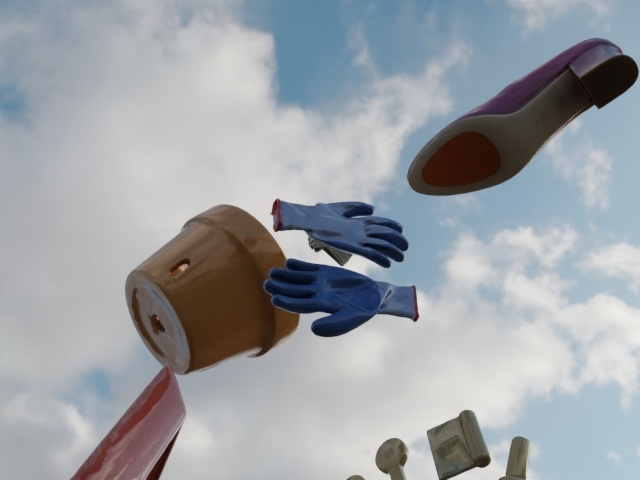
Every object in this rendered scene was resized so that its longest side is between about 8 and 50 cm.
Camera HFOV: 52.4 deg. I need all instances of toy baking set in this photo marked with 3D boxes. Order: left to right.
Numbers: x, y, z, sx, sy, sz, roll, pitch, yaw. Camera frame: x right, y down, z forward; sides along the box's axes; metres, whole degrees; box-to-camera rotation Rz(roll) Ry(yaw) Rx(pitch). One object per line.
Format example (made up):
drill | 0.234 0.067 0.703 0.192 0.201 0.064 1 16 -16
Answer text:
toy baking set | 0.083 0.262 0.543 0.197 0.256 0.030 -24 -59 38

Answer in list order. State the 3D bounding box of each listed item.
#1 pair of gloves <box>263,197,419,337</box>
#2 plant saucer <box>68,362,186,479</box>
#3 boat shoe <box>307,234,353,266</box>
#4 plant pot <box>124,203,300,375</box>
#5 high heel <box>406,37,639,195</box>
pair of gloves | 0.022 0.023 0.671 0.159 0.198 0.023 9 -48 -9
plant saucer | -0.210 0.281 0.606 0.048 0.258 0.259 26 -72 1
boat shoe | 0.000 0.000 0.891 0.100 0.035 0.035 38 -101 -14
plant pot | -0.207 0.105 1.156 0.203 0.291 0.291 -29 -33 -37
high heel | 0.312 -0.194 1.054 0.377 0.181 0.127 -25 -73 16
